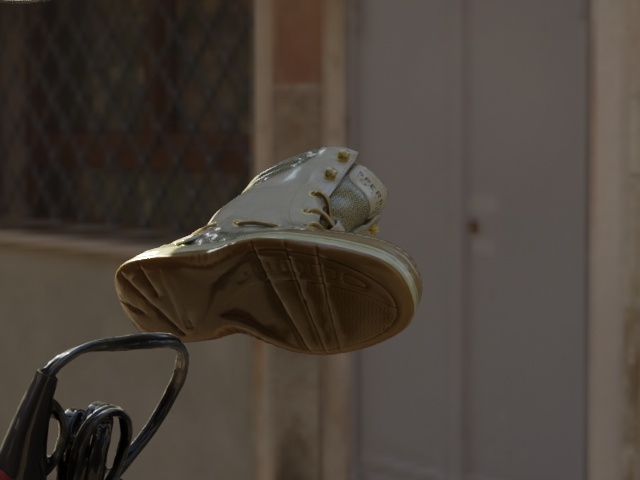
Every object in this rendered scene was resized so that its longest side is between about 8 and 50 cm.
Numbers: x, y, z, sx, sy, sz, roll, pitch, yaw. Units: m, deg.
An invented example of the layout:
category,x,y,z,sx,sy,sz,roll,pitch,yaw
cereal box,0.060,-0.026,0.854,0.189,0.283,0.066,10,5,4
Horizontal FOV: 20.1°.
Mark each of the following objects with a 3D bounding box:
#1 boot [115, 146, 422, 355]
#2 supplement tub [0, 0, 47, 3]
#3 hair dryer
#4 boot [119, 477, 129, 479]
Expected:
category,x,y,z,sx,sy,sz,roll,pitch,yaw
boot,0.000,0.000,1.099,0.213,0.077,0.165,-2,24,39
supplement tub,-0.239,-0.327,1.404,0.193,0.193,0.316,-1,31,-13
hair dryer,-0.166,0.185,0.861,0.293,0.223,0.080,-32,25,-21
boot,-0.148,0.241,1.499,0.121,0.045,0.099,17,-29,-9
